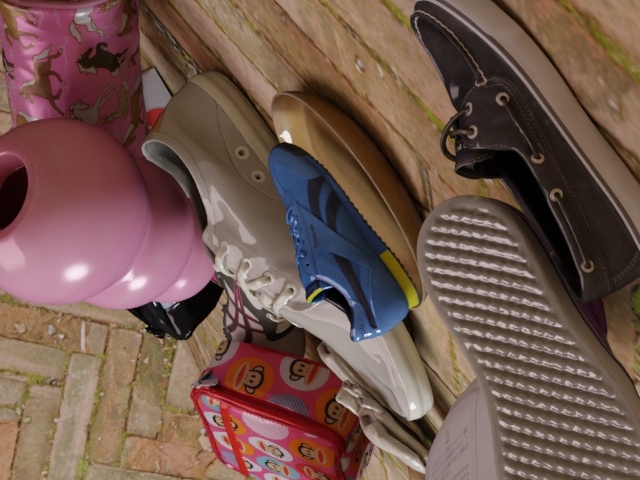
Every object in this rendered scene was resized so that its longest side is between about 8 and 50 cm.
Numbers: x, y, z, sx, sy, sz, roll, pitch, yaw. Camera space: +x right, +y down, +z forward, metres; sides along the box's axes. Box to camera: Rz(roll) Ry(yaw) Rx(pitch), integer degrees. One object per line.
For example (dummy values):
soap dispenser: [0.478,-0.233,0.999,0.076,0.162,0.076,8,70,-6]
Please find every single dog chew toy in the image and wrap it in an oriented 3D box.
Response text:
dog chew toy: [-0.241,-0.012,1.619,0.332,0.206,0.206,22,-160,-51]

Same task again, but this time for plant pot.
plant pot: [0.034,-0.043,1.315,0.236,0.032,0.236,51,166,18]

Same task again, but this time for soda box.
soda box: [-0.200,-0.119,1.887,0.216,0.074,0.069,59,167,-11]

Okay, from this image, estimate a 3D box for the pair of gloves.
pair of gloves: [0.082,0.215,1.620,0.204,0.042,0.240,43,180,-19]

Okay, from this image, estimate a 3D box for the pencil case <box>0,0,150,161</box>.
pencil case: [-0.282,-0.173,1.694,0.167,0.160,0.386,-75,-12,-45]

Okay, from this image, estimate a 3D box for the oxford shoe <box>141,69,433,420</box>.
oxford shoe: [-0.041,0.020,1.532,0.449,0.130,0.169,52,165,10]

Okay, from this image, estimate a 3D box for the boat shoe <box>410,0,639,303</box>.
boat shoe: [0.116,-0.059,0.874,0.228,0.076,0.080,54,167,8]

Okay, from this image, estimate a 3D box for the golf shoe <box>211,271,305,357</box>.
golf shoe: [-0.073,0.090,1.881,0.120,0.105,0.272,32,154,46]

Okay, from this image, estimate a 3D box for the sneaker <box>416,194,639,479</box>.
sneaker: [0.171,0.104,0.927,0.161,0.102,0.282,21,-133,-60]

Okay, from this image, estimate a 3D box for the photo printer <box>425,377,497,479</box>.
photo printer: [0.153,0.251,1.127,0.256,0.107,0.307,112,161,-62]

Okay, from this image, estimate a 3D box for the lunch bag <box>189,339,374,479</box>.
lunch bag: [-0.062,0.244,1.950,0.258,0.120,0.293,18,153,16]

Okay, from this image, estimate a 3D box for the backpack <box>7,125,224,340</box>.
backpack: [-0.290,-0.067,2.030,0.355,0.273,0.290,38,179,-26]

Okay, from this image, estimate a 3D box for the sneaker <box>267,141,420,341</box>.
sneaker: [0.000,0.000,1.293,0.209,0.082,0.069,53,169,21]
